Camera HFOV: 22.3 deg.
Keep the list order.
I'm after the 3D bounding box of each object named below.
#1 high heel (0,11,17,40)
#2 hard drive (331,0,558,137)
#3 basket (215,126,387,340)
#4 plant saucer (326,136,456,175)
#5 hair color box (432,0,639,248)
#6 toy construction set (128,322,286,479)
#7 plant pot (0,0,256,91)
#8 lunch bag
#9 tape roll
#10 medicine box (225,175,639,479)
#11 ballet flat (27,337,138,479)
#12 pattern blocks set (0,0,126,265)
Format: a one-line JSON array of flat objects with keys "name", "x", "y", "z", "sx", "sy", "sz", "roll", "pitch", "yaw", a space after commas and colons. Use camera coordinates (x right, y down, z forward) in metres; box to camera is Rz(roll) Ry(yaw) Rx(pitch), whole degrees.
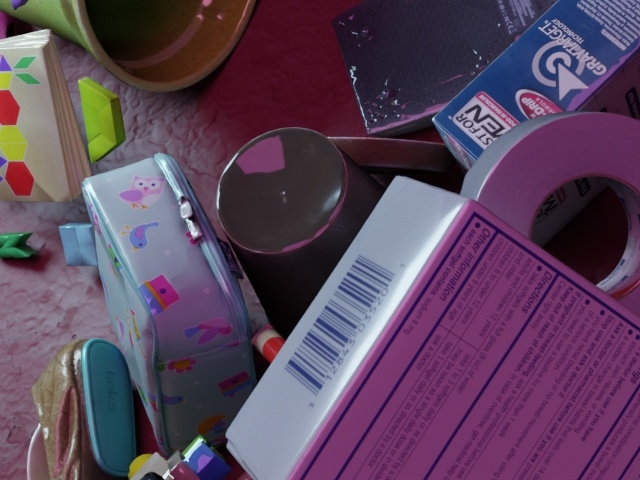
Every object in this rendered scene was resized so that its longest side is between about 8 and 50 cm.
[{"name": "high heel", "x": -0.340, "y": -0.195, "z": 1.865, "sx": 0.117, "sy": 0.082, "sz": 0.244, "roll": -1, "pitch": 53, "yaw": -3}, {"name": "hard drive", "x": 0.151, "y": -0.211, "z": 1.683, "sx": 0.255, "sy": 0.054, "sz": 0.172, "roll": -23, "pitch": 60, "yaw": 11}, {"name": "basket", "x": 0.000, "y": 0.000, "z": 1.542, "sx": 0.204, "sy": 0.227, "sz": 0.154, "roll": -12, "pitch": 62, "yaw": 16}, {"name": "plant saucer", "x": 0.058, "y": -0.082, "z": 1.603, "sx": 0.168, "sy": 0.168, "sz": 0.029, "roll": 2, "pitch": 88, "yaw": 22}, {"name": "hair color box", "x": 0.281, "y": -0.167, "z": 1.543, "sx": 0.347, "sy": 0.174, "sz": 0.105, "roll": -43, "pitch": 60, "yaw": -3}, {"name": "toy construction set", "x": -0.083, "y": 0.221, "z": 1.433, "sx": 0.309, "sy": 0.257, "sz": 0.237, "roll": -69, "pitch": 22, "yaw": 8}, {"name": "plant pot", "x": -0.248, "y": -0.320, "z": 1.790, "sx": 0.254, "sy": 0.276, "sz": 0.276, "roll": 16, "pitch": 73, "yaw": 38}, {"name": "lunch bag", "x": -0.141, "y": 0.060, "z": 1.536, "sx": 0.108, "sy": 0.279, "sz": 0.224, "roll": -17, "pitch": 54, "yaw": -13}, {"name": "tape roll", "x": 0.227, "y": -0.004, "z": 1.416, "sx": 0.219, "sy": 0.072, "sz": 0.219, "roll": -1, "pitch": 96, "yaw": -8}, {"name": "medicine box", "x": 0.124, "y": 0.138, "z": 1.268, "sx": 0.263, "sy": 0.289, "sz": 0.149, "roll": -57, "pitch": 21, "yaw": -1}, {"name": "ballet flat", "x": -0.231, "y": 0.260, "z": 1.588, "sx": 0.124, "sy": 0.116, "sz": 0.342, "roll": -33, "pitch": 56, "yaw": 28}, {"name": "pattern blocks set", "x": -0.320, "y": -0.131, "z": 1.723, "sx": 0.285, "sy": 0.026, "sz": 0.325, "roll": 11, "pitch": 113, "yaw": 31}]
